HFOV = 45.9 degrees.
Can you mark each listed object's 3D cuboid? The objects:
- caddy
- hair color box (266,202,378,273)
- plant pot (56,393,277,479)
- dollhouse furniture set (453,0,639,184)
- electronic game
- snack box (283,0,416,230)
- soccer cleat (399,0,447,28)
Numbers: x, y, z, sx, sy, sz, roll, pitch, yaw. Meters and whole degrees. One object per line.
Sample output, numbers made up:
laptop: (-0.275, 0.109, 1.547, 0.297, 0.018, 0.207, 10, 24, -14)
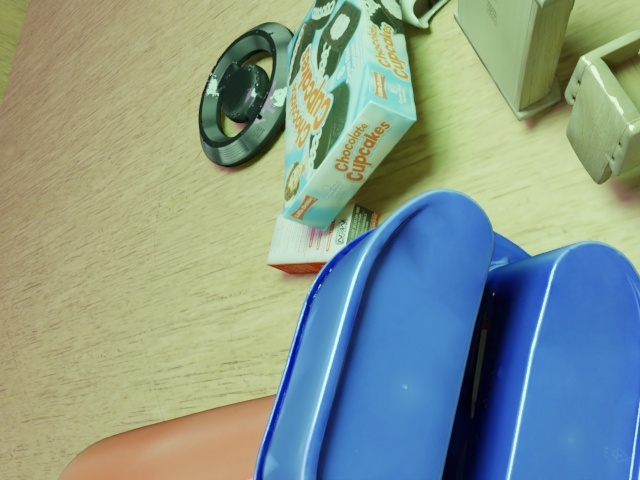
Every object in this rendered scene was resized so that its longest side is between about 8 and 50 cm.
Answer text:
caddy: (0.090, 0.131, 0.545, 0.179, 0.241, 0.341, 121, 167, -69)
hair color box: (0.000, 0.000, 0.894, 0.141, 0.043, 0.072, -4, 68, 50)
plant pot: (-0.068, 0.266, 0.686, 0.243, 0.275, 0.275, -30, 50, 24)
dollhouse furniture set: (0.300, -0.225, 0.633, 0.303, 0.198, 0.286, -26, 71, 2)
electronic game: (-0.110, -0.219, 1.132, 0.229, 0.048, 0.229, -23, 57, 41)
snack box: (0.024, -0.190, 0.879, 0.187, 0.060, 0.322, -51, 29, 41)
soccer cleat: (0.153, -0.334, 0.866, 0.196, 0.068, 0.076, -56, 43, 25)
